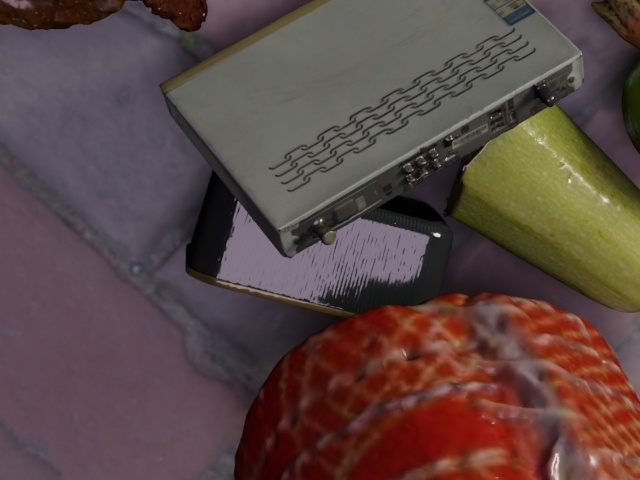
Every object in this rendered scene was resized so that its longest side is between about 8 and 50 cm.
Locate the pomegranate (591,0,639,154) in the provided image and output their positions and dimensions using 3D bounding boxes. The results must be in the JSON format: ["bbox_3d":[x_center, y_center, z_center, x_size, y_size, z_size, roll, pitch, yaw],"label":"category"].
[{"bbox_3d":[0.300,-0.132,1.567,0.159,0.159,0.205,-45,77,7],"label":"pomegranate"}]

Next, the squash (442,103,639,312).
[{"bbox_3d":[0.208,-0.013,1.615,0.287,0.137,0.137,38,99,-25],"label":"squash"}]

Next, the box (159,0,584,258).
[{"bbox_3d":[0.040,-0.114,1.505,0.270,0.211,0.045,-32,144,-13],"label":"box"}]

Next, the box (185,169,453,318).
[{"bbox_3d":[0.000,0.000,1.577,0.201,0.144,0.090,14,98,-5],"label":"box"}]

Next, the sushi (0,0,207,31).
[{"bbox_3d":[-0.217,-0.257,1.504,0.296,0.179,0.167,14,119,-4],"label":"sushi"}]

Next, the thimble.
[{"bbox_3d":[0.112,0.215,1.526,0.350,0.230,0.350,-12,141,-10],"label":"thimble"}]
